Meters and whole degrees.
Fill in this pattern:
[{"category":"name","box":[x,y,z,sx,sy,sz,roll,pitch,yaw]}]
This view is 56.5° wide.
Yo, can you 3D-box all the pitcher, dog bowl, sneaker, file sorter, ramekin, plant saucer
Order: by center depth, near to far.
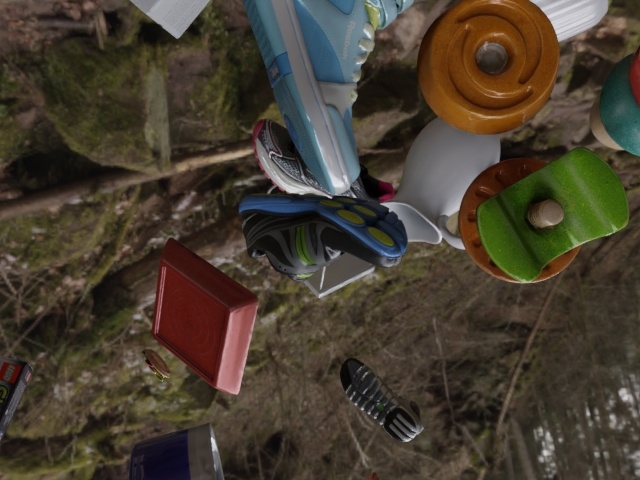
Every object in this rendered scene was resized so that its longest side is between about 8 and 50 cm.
[{"category":"sneaker","box":[0.000,0.000,0.525,0.188,0.078,0.067,9,-166,43]},{"category":"sneaker","box":[0.040,-0.228,0.697,0.208,0.319,0.127,-22,-162,-10]},{"category":"ramekin","box":[0.267,-0.335,0.709,0.109,0.207,0.207,-14,169,23]},{"category":"dog bowl","box":[-0.172,0.386,0.783,0.104,0.265,0.265,-11,171,-11]},{"category":"pitcher","box":[0.192,-0.083,0.845,0.177,0.207,0.125,21,154,36]},{"category":"sneaker","box":[0.005,-0.134,1.087,0.299,0.121,0.112,31,134,-28]},{"category":"plant saucer","box":[-0.254,0.163,1.215,0.259,0.259,0.047,30,-148,26]},{"category":"sneaker","box":[0.146,0.362,1.361,0.086,0.229,0.132,-50,150,11]},{"category":"file sorter","box":[-0.002,-0.028,1.580,0.192,0.278,0.173,-24,144,-30]}]

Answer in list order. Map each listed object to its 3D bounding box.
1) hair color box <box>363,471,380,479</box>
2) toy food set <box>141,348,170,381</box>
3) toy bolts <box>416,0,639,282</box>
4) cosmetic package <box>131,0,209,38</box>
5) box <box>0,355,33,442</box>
[{"category":"hair color box","box":[0.014,0.327,0.604,0.167,0.093,0.053,-35,164,-2]},{"category":"toy food set","box":[-0.358,0.269,1.295,0.020,0.083,0.082,-40,-174,-6]},{"category":"toy bolts","box":[0.194,-0.097,0.481,0.228,0.218,0.158,-27,178,4]},{"category":"cosmetic package","box":[-0.325,-0.539,1.215,0.151,0.151,0.183,-48,178,7]},{"category":"box","box":[-0.456,0.238,0.734,0.114,0.207,0.036,14,148,-5]}]
